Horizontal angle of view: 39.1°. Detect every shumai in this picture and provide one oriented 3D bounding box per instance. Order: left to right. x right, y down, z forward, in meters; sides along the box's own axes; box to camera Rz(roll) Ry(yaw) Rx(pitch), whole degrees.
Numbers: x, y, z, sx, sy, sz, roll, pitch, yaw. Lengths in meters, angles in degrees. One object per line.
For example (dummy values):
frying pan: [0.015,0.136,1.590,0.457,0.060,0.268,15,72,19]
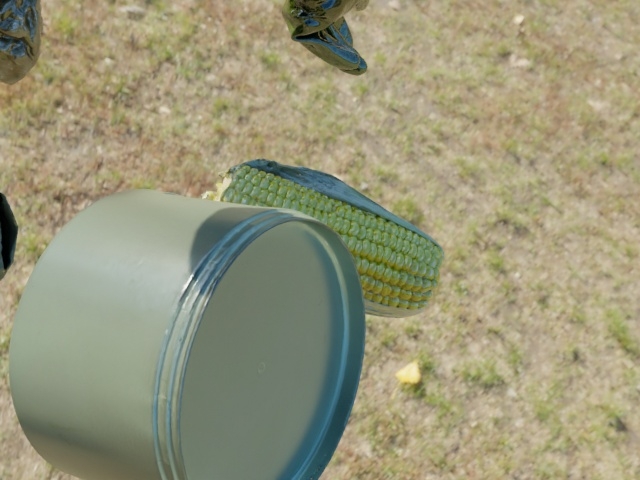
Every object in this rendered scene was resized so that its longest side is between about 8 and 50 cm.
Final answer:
shumai: [-0.460,-0.293,1.147,0.166,0.205,0.176,20,32,33]

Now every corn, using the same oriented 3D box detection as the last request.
corn: [-0.001,0.000,1.088,0.305,0.123,0.122,24,42,-8]

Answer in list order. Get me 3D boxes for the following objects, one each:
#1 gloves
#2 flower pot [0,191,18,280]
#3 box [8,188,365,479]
gloves: [0.011,-0.292,1.126,0.107,0.268,0.135,40,85,17]
flower pot: [-0.426,-0.002,0.991,0.212,0.203,0.212,-1,92,-39]
box: [-0.085,0.082,0.656,0.149,0.226,0.226,9,38,32]
